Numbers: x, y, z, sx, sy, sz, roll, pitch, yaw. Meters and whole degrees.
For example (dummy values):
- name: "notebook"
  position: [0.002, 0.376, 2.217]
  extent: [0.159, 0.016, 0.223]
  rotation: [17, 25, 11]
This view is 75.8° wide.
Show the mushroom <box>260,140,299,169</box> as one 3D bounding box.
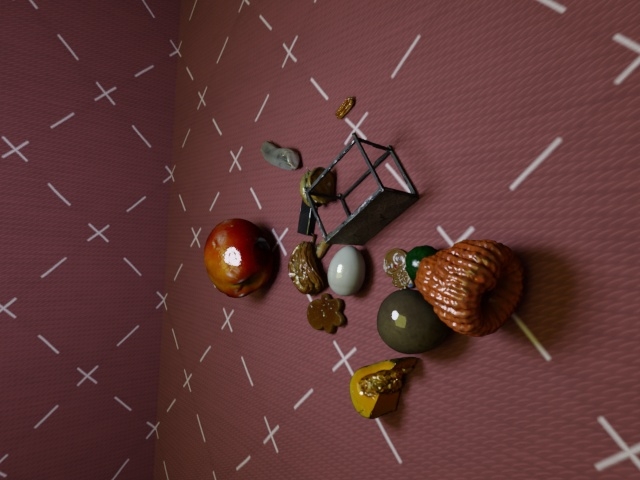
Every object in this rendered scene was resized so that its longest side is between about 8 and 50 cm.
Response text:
- name: "mushroom"
  position: [-0.216, -0.435, 2.118]
  extent: [0.351, 0.097, 0.109]
  rotation: [31, 109, 47]

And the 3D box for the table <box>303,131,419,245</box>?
- name: "table"
  position: [0.146, -0.184, 1.602]
  extent: [0.335, 0.223, 0.272]
  rotation: [-43, 57, 37]

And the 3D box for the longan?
- name: "longan"
  position: [0.307, 0.280, 1.406]
  extent: [0.246, 0.215, 0.246]
  rotation: [40, 155, 23]

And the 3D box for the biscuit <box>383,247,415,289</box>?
- name: "biscuit"
  position: [0.297, 0.109, 1.556]
  extent: [0.124, 0.026, 0.174]
  rotation: [-46, 55, 36]

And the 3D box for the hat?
- name: "hat"
  position: [0.387, 0.099, 1.266]
  extent: [0.400, 0.286, 0.284]
  rotation: [25, 105, 50]

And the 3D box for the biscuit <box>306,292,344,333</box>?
- name: "biscuit"
  position: [0.021, 0.326, 1.836]
  extent: [0.236, 0.039, 0.179]
  rotation: [-16, 78, 47]

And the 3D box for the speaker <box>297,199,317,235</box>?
- name: "speaker"
  position: [-0.055, -0.134, 1.951]
  extent: [0.082, 0.044, 0.217]
  rotation: [15, 98, 47]

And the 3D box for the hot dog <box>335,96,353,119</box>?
- name: "hot dog"
  position: [0.107, -0.582, 1.816]
  extent: [0.122, 0.037, 0.049]
  rotation: [-41, 70, 44]

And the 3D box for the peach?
- name: "peach"
  position: [-0.401, 0.078, 2.103]
  extent: [0.310, 0.335, 0.405]
  rotation: [-27, 63, 37]

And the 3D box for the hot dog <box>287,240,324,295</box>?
- name: "hot dog"
  position: [-0.078, 0.124, 1.896]
  extent: [0.175, 0.114, 0.258]
  rotation: [-57, 48, 52]

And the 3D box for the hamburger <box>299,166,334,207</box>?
- name: "hamburger"
  position: [-0.020, -0.242, 1.830]
  extent: [0.114, 0.177, 0.185]
  rotation: [-11, 120, 51]

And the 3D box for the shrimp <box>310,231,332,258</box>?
- name: "shrimp"
  position: [0.001, 0.000, 1.887]
  extent: [0.124, 0.034, 0.178]
  rotation: [58, 137, 36]

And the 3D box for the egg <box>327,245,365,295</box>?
- name: "egg"
  position: [0.107, 0.124, 1.672]
  extent: [0.151, 0.151, 0.208]
  rotation: [13, 95, 48]

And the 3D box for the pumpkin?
- name: "pumpkin"
  position: [0.235, 0.543, 1.508]
  extent: [0.281, 0.140, 0.189]
  rotation: [-33, 59, 45]
